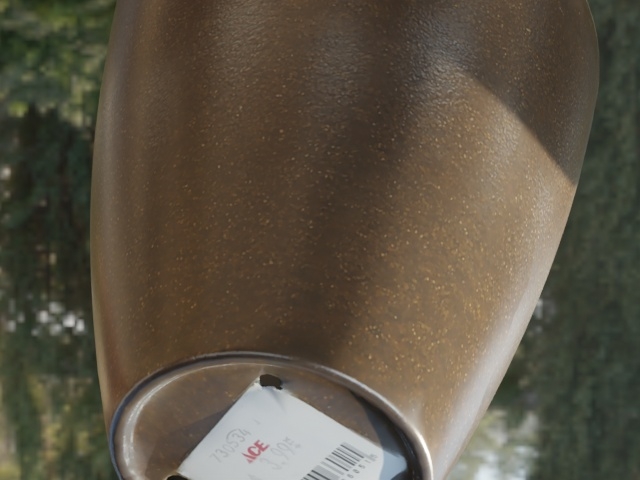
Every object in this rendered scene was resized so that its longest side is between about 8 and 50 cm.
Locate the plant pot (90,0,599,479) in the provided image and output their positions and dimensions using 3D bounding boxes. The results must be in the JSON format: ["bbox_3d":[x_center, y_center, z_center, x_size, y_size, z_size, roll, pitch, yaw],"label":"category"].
[{"bbox_3d":[0.000,0.000,0.545,0.215,0.215,0.230,0,-140,9],"label":"plant pot"}]
